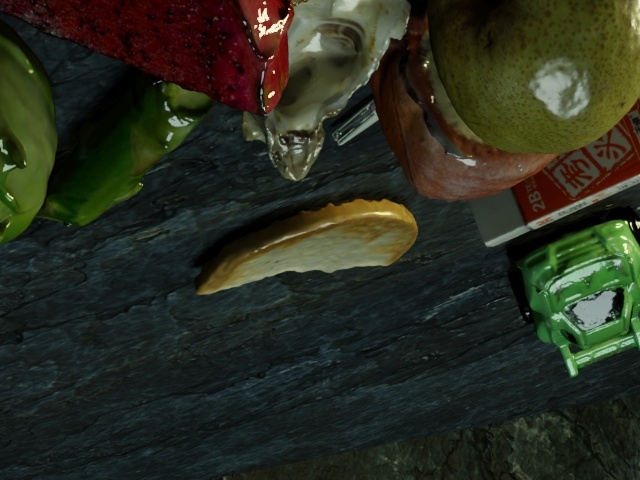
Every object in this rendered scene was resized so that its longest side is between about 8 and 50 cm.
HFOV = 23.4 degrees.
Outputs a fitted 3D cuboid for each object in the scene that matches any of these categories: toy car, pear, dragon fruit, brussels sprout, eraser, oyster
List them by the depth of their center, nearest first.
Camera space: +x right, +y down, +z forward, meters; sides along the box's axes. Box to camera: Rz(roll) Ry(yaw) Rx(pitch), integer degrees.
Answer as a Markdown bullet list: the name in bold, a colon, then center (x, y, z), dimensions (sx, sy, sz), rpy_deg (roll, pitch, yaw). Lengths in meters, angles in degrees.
- **dragon fruit**: center (-0.123, -0.202, 1.107), dimensions (0.261, 0.163, 0.189), rpy_deg (20, -165, 19)
- **brussels sprout**: center (-0.335, -0.078, 1.179), dimensions (0.259, 0.227, 0.294), rpy_deg (-3, 169, 0)
- **pear**: center (0.194, -0.192, 1.377), dimensions (0.211, 0.188, 0.228), rpy_deg (23, 97, -39)
- **oyster**: center (-0.017, -0.167, 1.452), dimensions (0.161, 0.107, 0.233), rpy_deg (-6, 140, -20)
- **eraser**: center (0.265, -0.108, 1.767), dimensions (0.230, 0.157, 0.038), rpy_deg (-25, 164, 19)
- **toy car**: center (0.422, 0.084, 2.450), dimensions (0.213, 0.176, 0.359), rpy_deg (-21, 161, 3)

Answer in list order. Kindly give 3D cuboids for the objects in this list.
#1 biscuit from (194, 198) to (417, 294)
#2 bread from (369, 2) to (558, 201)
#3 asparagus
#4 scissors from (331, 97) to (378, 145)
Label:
- **biscuit**: center (0.000, 0.000, 2.010), dimensions (0.309, 0.040, 0.204), rpy_deg (-8, 160, -30)
- **bread**: center (0.169, -0.145, 1.542), dimensions (0.244, 0.190, 0.123), rpy_deg (-14, 175, -24)
- **asparagus**: center (-0.198, -0.086, 1.510), dimensions (0.082, 0.085, 0.343), rpy_deg (-35, 176, -47)
- **scissors**: center (0.075, -0.153, 1.668), dimensions (0.176, 0.022, 0.085), rpy_deg (-35, 160, 35)
